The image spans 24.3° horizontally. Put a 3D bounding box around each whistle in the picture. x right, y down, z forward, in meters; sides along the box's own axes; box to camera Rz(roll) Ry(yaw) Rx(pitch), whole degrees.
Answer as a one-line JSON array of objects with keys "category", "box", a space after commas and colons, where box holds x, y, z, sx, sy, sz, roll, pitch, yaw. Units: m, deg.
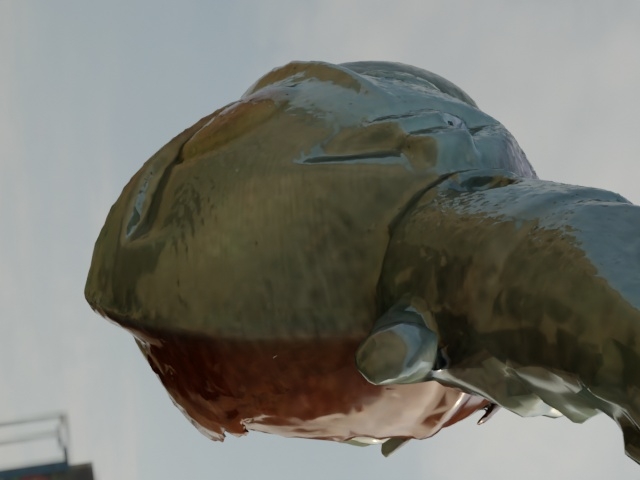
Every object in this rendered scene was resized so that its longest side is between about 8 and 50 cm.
[{"category": "whistle", "box": [0.039, 0.016, 0.442, 0.346, 0.142, 0.133, 14, -89, 59]}]

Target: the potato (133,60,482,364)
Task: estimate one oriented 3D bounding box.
[{"category": "potato", "box": [0.000, 0.000, 0.811, 0.160, 0.235, 0.177, 7, -61, 59]}]
